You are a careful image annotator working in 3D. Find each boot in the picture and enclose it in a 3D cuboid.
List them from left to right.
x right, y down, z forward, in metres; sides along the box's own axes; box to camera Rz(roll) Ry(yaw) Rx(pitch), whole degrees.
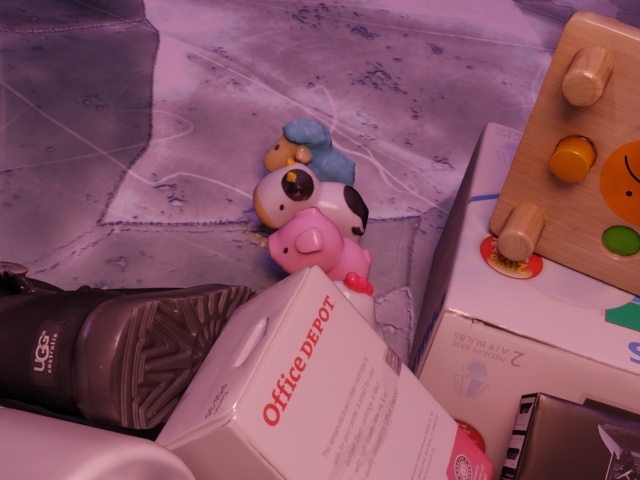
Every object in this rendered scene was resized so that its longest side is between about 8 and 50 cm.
[{"bbox_3d":[-0.306,0.088,1.012,0.445,0.367,0.146,5,81,20],"label":"boot"}]

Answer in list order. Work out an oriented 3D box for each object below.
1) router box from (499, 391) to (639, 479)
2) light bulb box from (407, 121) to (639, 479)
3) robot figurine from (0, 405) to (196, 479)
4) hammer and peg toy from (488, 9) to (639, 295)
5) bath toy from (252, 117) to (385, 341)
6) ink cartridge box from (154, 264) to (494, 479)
[{"bbox_3d":[0.303,0.296,0.903,0.309,0.081,0.242,17,80,4],"label":"router box"},{"bbox_3d":[0.297,0.093,1.130,0.358,0.225,0.361,17,39,3],"label":"light bulb box"},{"bbox_3d":[-0.228,0.236,0.778,0.354,0.300,0.199,3,65,36],"label":"robot figurine"},{"bbox_3d":[0.358,-0.043,0.922,0.361,0.265,0.127,23,41,12],"label":"hammer and peg toy"},{"bbox_3d":[0.000,0.000,1.228,0.152,0.129,0.348,4,41,-13],"label":"bath toy"},{"bbox_3d":[0.013,0.195,0.902,0.283,0.117,0.207,49,38,-16],"label":"ink cartridge box"}]
